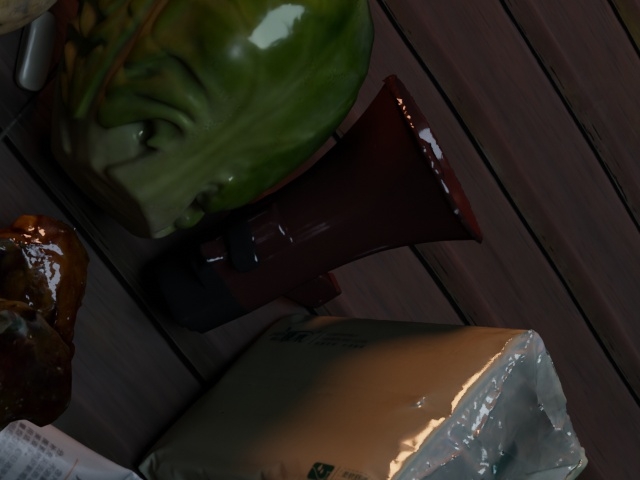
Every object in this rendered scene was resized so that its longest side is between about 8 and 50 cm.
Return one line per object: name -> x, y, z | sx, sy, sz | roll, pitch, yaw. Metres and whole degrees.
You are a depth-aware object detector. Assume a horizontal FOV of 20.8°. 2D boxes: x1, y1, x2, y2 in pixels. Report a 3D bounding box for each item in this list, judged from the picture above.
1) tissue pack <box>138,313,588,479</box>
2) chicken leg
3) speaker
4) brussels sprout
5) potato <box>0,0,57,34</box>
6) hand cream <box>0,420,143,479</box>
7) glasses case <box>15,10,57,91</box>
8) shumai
tissue pack -> 0.041, 0.231, 1.832 | 0.297, 0.380, 0.207 | -43, 119, -34
chicken leg -> -0.295, 0.123, 1.731 | 0.113, 0.093, 0.304 | 3, 98, -21
speaker -> -0.001, -0.024, 1.883 | 0.198, 0.329, 0.259 | 61, 16, -5
brussels sprout -> -0.114, -0.172, 1.738 | 0.355, 0.289, 0.281 | -53, 143, -3
potato -> -0.309, -0.275, 1.668 | 0.234, 0.128, 0.161 | -12, 102, -46
hand cream -> -0.314, 0.194, 1.662 | 0.140, 0.089, 0.314 | -47, 111, -4
glasses case -> -0.286, -0.192, 1.761 | 0.032, 0.021, 0.083 | 17, 80, -42
shumai -> -0.326, 0.067, 1.495 | 0.222, 0.203, 0.272 | -2, 55, -56
